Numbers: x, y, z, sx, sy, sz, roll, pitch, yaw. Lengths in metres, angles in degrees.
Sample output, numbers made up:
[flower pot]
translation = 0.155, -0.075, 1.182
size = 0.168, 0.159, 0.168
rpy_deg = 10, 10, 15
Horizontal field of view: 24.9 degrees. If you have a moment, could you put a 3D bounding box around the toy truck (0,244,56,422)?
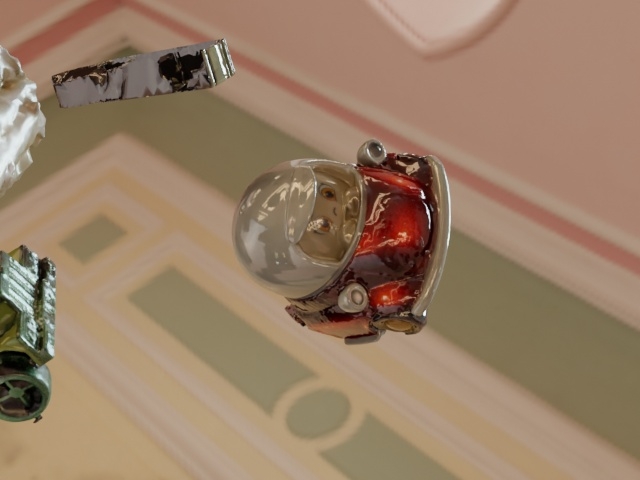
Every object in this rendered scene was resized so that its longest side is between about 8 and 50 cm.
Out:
[toy truck]
translation = -0.305, 0.089, 0.989
size = 0.259, 0.135, 0.128
rpy_deg = -26, -142, 11

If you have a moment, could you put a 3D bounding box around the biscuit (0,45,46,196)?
[biscuit]
translation = -0.309, 0.027, 0.625
size = 0.426, 0.078, 0.144
rpy_deg = -22, -159, 28

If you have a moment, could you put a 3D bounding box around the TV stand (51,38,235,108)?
[TV stand]
translation = -0.172, -0.154, 1.362
size = 0.249, 0.036, 0.042
rpy_deg = -2, -158, 47

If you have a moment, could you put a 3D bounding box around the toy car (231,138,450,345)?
[toy car]
translation = 0.000, 0.000, 0.858
size = 0.139, 0.112, 0.112
rpy_deg = -28, -130, 54
